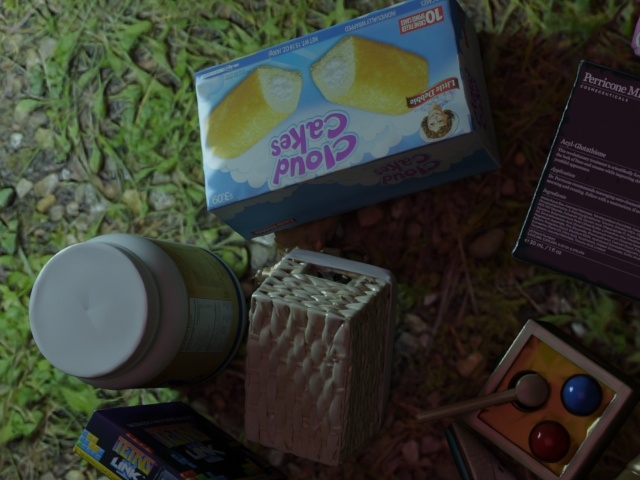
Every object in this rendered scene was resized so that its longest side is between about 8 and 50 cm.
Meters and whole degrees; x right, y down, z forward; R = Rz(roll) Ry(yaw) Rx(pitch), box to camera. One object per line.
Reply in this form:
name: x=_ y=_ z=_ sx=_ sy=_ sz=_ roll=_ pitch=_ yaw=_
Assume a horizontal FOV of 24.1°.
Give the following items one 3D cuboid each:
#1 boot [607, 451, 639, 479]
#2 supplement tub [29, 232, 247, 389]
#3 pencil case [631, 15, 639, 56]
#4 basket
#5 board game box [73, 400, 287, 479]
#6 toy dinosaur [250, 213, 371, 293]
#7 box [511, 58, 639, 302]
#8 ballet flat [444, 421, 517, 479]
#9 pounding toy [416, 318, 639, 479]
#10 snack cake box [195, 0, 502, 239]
boot: x=0.289 y=0.300 z=1.260 sx=0.269 sy=0.089 sz=0.236 roll=-43 pitch=63 yaw=2
supplement tub: x=-0.170 y=0.069 z=1.417 sx=0.144 sy=0.200 sz=0.144 roll=-2 pitch=85 yaw=22
pencil case: x=0.400 y=-0.301 z=1.247 sx=0.167 sy=0.160 sz=0.386 roll=22 pitch=93 yaw=9
basket: x=-0.004 y=0.108 z=1.371 sx=0.113 sy=0.103 sz=0.167 roll=14 pitch=114 yaw=22
board game box: x=-0.128 y=0.209 z=1.405 sx=0.141 sy=0.170 sz=0.048 roll=34 pitch=100 yaw=20
toy dinosaur: x=0.000 y=0.000 z=1.436 sx=0.092 sy=0.053 sz=0.183 roll=43 pitch=101 yaw=20
box: x=0.324 y=-0.027 z=1.285 sx=0.261 sy=0.103 sz=0.184 roll=21 pitch=97 yaw=22
ballet flat: x=0.162 y=0.240 z=1.360 sx=0.052 sy=0.057 sz=0.168 roll=-18 pitch=84 yaw=-4
pounding toy: x=0.186 y=0.144 z=1.325 sx=0.141 sy=0.100 sz=0.130 roll=35 pitch=98 yaw=20
snack cake box: x=0.022 y=-0.113 z=1.399 sx=0.264 sy=0.089 sz=0.152 roll=-16 pitch=64 yaw=19
